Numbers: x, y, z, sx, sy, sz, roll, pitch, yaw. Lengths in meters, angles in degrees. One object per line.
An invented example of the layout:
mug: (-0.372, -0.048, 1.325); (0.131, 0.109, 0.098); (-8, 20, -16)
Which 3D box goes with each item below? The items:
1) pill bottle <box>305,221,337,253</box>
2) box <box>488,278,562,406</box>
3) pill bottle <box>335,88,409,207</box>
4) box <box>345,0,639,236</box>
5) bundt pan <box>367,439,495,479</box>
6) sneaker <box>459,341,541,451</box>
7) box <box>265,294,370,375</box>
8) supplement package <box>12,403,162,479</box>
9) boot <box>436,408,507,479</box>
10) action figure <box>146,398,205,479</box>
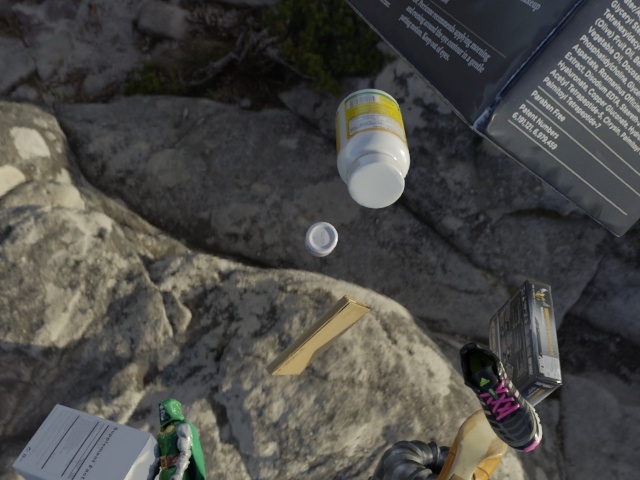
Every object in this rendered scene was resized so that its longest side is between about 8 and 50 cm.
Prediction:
pill bottle: (0.000, 0.000, 1.932); (0.087, 0.160, 0.087); (0, 84, -2)
box: (0.413, 0.224, 1.417); (0.056, 0.183, 0.231); (14, 51, -8)
pill bottle: (0.084, -0.150, 1.133); (0.118, 0.117, 0.208); (7, 39, -6)
box: (0.206, -0.238, 0.541); (0.179, 0.312, 0.343); (27, 23, -31)
bundt pan: (0.282, 0.588, 1.669); (0.331, 0.331, 0.124); (14, 99, -3)
sneaker: (0.233, 0.204, 0.929); (0.063, 0.075, 0.170); (-36, 45, 14)
box: (0.000, 0.185, 1.322); (0.201, 0.164, 0.021); (-43, 71, 5)
supplement package: (-0.519, 0.530, 1.611); (0.293, 0.177, 0.175); (9, 48, 25)
boot: (0.284, 0.501, 1.450); (0.104, 0.211, 0.295); (33, 38, 13)
action figure: (-0.205, 0.339, 0.969); (0.063, 0.137, 0.232); (15, 58, -46)
